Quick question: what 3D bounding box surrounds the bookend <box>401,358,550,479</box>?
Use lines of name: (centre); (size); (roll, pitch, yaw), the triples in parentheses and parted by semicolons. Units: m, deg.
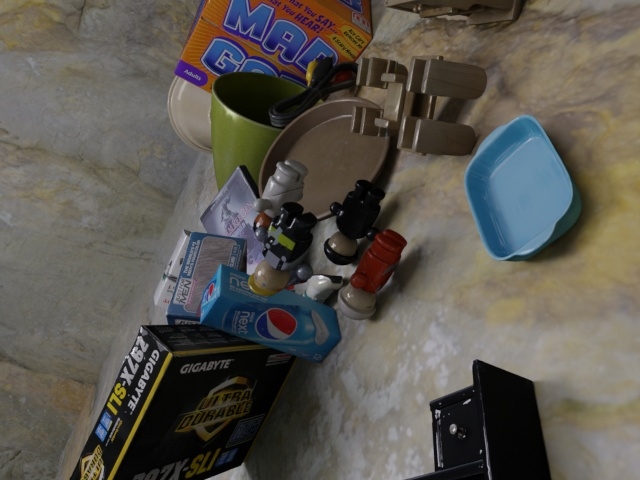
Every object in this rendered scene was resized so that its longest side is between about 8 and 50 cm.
bookend: (0.121, 0.214, 0.474); (0.156, 0.072, 0.157); (-42, 33, 45)

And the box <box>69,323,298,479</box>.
box: (-0.184, 0.255, 0.801); (0.079, 0.322, 0.257); (32, 98, 29)

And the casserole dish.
casserole dish: (0.217, -0.055, 0.565); (0.114, 0.037, 0.188); (-48, 30, 36)

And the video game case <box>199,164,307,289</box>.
video game case: (-0.146, 0.012, 1.084); (0.196, 0.026, 0.274); (-44, 71, 41)

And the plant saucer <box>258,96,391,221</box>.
plant saucer: (0.008, -0.146, 0.963); (0.277, 0.041, 0.278); (-18, 53, 25)

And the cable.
cable: (-0.002, -0.317, 1.137); (0.072, 0.139, 0.287); (91, -158, -53)

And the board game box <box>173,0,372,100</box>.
board game box: (-0.117, -0.571, 1.355); (0.356, 0.356, 0.357); (-44, 32, 41)

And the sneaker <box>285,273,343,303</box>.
sneaker: (-0.010, 0.105, 0.894); (0.161, 0.057, 0.075); (-26, 62, 55)

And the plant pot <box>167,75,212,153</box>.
plant pot: (-0.298, -0.421, 1.705); (0.305, 0.333, 0.334); (34, 100, 55)

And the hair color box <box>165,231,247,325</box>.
hair color box: (-0.205, 0.160, 1.000); (0.347, 0.105, 0.174); (100, 177, -52)

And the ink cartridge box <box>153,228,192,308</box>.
ink cartridge box: (-0.359, 0.102, 1.490); (0.219, 0.160, 0.092); (-65, 23, 4)

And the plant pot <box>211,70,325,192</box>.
plant pot: (-0.147, -0.204, 1.246); (0.275, 0.274, 0.294); (-98, 23, -50)

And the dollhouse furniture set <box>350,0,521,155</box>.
dollhouse furniture set: (0.172, -0.249, 0.764); (0.212, 0.161, 0.242); (-140, 54, -62)

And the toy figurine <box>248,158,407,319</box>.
toy figurine: (0.000, 0.000, 0.763); (0.213, 0.209, 0.148); (-105, 34, -52)

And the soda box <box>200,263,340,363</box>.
soda box: (-0.075, 0.116, 0.807); (0.067, 0.210, 0.071); (-54, 27, 26)
